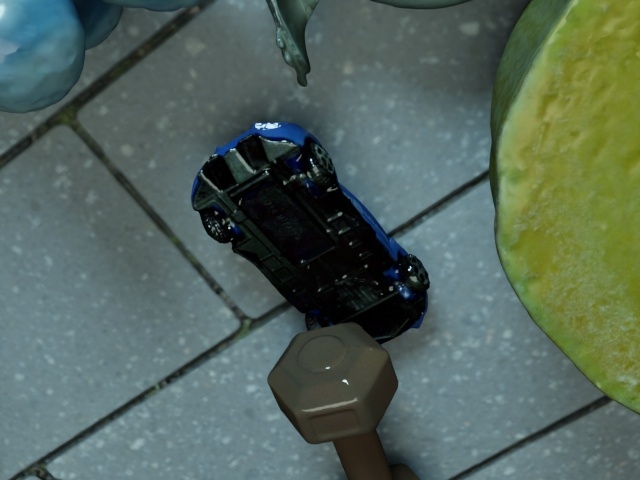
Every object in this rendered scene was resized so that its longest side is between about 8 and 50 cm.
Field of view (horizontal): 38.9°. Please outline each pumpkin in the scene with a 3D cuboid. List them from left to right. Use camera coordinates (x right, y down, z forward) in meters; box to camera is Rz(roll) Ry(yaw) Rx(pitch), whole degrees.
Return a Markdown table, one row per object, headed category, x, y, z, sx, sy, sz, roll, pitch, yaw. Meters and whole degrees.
| category | x | y | z | sx | sy | sz | roll | pitch | yaw |
| --- | --- | --- | --- | --- | --- | --- | --- | --- | --- |
| pumpkin | 0.250 | -0.070 | 0.557 | 0.333 | 0.199 | 0.332 | -2 | 117 | -4 |

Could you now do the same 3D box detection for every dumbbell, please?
| category | x | y | z | sx | sy | sz | roll | pitch | yaw |
| --- | --- | --- | --- | --- | --- | --- | --- | --- | --- |
| dumbbell | 0.031 | 0.165 | 0.703 | 0.092 | 0.082 | 0.230 | -13 | 126 | 7 |

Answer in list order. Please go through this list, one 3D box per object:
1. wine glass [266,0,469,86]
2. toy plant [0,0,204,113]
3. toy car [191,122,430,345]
| category | x | y | z | sx | sy | sz | roll | pitch | yaw |
| --- | --- | --- | --- | --- | --- | --- | --- | --- | --- |
| wine glass | 0.066 | -0.186 | 0.549 | 0.222 | 0.103 | 0.103 | -24 | 111 | 8 |
| toy plant | -0.211 | -0.198 | 0.504 | 0.332 | 0.247 | 0.247 | 8 | 115 | -5 |
| toy car | 0.000 | 0.000 | 0.663 | 0.103 | 0.063 | 0.216 | -29 | 126 | 20 |
